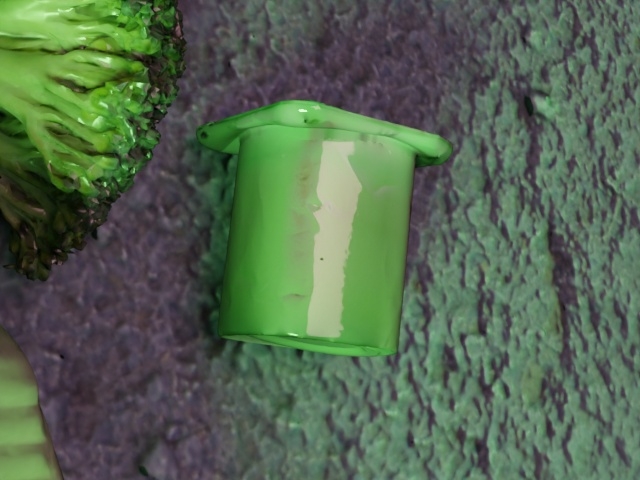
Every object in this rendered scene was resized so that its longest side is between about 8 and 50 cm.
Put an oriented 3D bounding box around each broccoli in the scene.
[{"bbox_3d":[-0.248,-0.137,0.599,0.361,0.221,0.252,17,103,-30],"label":"broccoli"}]

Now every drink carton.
[{"bbox_3d":[0.000,0.000,0.756,0.144,0.146,0.142,10,80,-32],"label":"drink carton"}]

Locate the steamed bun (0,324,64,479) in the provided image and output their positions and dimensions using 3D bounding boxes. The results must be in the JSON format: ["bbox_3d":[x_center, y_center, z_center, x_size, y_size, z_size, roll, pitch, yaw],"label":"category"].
[{"bbox_3d":[-0.221,0.226,0.478,0.247,0.236,0.383,-10,89,-45],"label":"steamed bun"}]
